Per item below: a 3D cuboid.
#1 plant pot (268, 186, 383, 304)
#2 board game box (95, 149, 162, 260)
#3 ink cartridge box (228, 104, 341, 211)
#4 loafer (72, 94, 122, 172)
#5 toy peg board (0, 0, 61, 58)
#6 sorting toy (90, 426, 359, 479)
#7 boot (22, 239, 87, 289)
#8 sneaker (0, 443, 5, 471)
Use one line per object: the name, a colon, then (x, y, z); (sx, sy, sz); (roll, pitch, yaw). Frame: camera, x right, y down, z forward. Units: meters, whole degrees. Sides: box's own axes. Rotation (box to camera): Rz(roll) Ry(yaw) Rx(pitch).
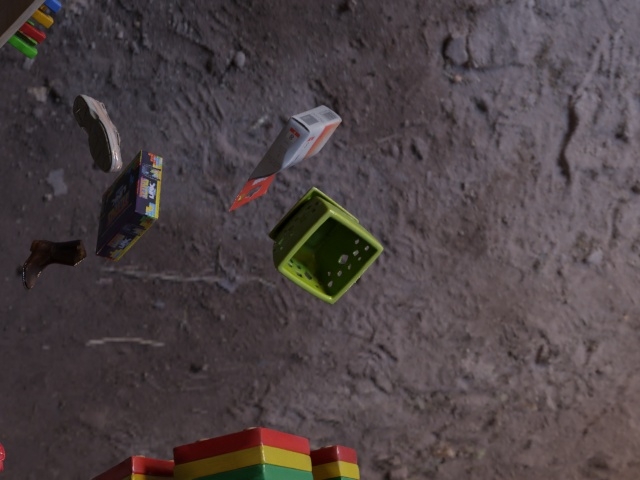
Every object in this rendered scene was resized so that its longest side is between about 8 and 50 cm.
plant pot: (0.000, 0.000, 2.346); (0.227, 0.207, 0.228); (35, 105, -32)
board game box: (-0.356, -0.063, 1.567); (0.048, 0.141, 0.170); (21, 139, -30)
ink cartridge box: (-0.051, -0.114, 1.268); (0.045, 0.145, 0.179); (37, 114, 7)
loafer: (-0.266, -0.133, 1.047); (0.039, 0.125, 0.045); (1, 138, -46)
toy peg board: (-0.547, -0.440, 1.614); (0.160, 0.161, 0.079); (-40, 134, 15)
sorting toy: (-0.096, 0.251, 0.803); (0.255, 0.089, 0.257); (-18, 155, 22)
boot: (-0.508, 0.047, 1.623); (0.114, 0.106, 0.037); (3, 164, 15)
sneaker: (-0.621, 0.396, 1.481); (0.128, 0.221, 0.087); (18, 113, -19)
